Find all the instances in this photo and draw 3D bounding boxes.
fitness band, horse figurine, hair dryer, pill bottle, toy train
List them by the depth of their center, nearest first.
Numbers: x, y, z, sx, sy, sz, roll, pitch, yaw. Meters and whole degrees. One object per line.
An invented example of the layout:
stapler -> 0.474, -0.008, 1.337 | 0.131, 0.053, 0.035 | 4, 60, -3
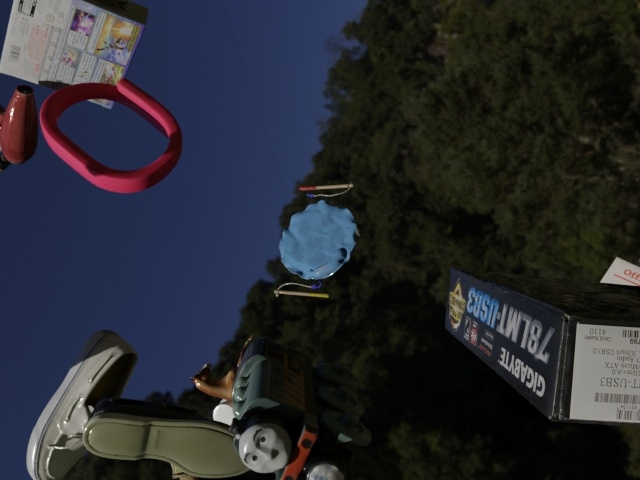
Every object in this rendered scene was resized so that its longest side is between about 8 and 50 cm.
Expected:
toy train -> -0.040, 0.257, 1.038 | 0.334, 0.190, 0.142 | -101, 34, -78
fitness band -> -0.400, -0.208, 1.348 | 0.209, 0.291, 0.054 | -44, -19, -29
hair dryer -> -0.728, -0.274, 1.579 | 0.080, 0.294, 0.223 | -44, -65, -49
horse figurine -> -0.153, 0.352, 1.626 | 0.174, 0.263, 0.066 | -47, 11, -36
pill bottle -> -0.196, 0.400, 1.684 | 0.137, 0.078, 0.078 | -19, -58, -67

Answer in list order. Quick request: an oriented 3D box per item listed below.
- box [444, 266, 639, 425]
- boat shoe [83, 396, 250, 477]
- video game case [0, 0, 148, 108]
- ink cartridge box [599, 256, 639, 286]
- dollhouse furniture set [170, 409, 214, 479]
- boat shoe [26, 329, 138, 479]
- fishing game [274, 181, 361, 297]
box -> 0.273, 0.077, 0.549 | 0.295, 0.293, 0.073 | -136, 52, -86
boat shoe -> -0.285, 0.375, 1.373 | 0.113, 0.340, 0.127 | -120, 44, -64
video game case -> -0.517, -0.417, 1.464 | 0.269, 0.244, 0.061 | -46, 35, 46
ink cartridge box -> 0.377, 0.100, 0.829 | 0.067, 0.115, 0.198 | 37, -95, -46
dollhouse furniture set -> -0.285, 0.528, 1.723 | 0.101, 0.161, 0.181 | -130, 25, -81
boat shoe -> -0.504, 0.391, 1.548 | 0.367, 0.156, 0.136 | -62, -35, -7
fishing game -> 0.000, 0.000, 1.501 | 0.041, 0.189, 0.264 | 40, -127, -53
